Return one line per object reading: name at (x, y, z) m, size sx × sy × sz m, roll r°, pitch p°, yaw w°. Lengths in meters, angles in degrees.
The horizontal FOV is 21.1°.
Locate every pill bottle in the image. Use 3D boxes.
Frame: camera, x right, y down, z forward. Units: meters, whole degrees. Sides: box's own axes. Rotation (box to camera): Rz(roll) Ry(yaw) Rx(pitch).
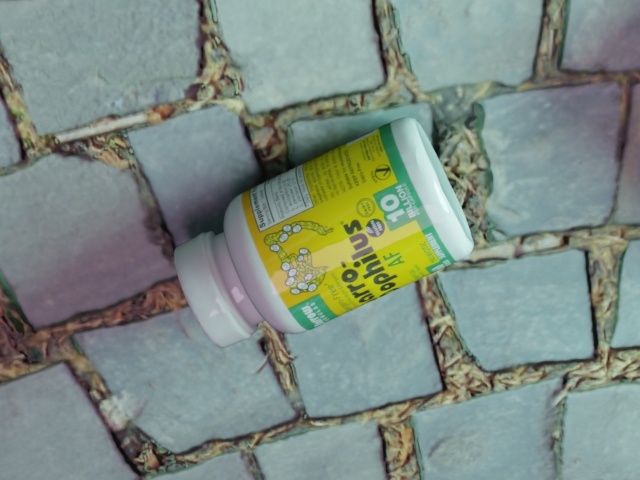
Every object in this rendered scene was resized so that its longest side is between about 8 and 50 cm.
pill bottle at (0.000, 0.000, 1.301) m, size 0.208 × 0.117 × 0.117 m, roll -25°, pitch 126°, yaw 9°
